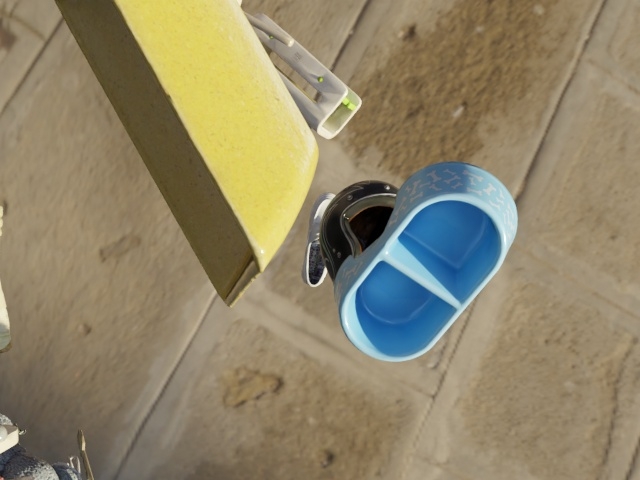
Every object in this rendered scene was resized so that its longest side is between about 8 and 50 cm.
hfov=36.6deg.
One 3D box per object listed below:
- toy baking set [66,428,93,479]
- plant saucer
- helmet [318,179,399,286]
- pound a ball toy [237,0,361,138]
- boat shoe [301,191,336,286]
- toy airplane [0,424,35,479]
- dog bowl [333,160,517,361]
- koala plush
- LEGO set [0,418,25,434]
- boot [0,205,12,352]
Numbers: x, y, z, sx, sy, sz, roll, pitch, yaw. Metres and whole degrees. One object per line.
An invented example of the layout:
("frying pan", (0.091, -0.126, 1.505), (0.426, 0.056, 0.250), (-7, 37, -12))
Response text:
("toy baking set", (-0.448, 0.491, 1.791), (0.030, 0.196, 0.256), (0, 96, -27))
("plant saucer", (-0.107, -0.123, 0.714), (0.081, 0.333, 0.333), (-29, 87, -11))
("helmet", (0.075, -0.010, 1.513), (0.169, 0.169, 0.162), (2, 71, -17))
("pound a ball toy", (-0.089, -0.357, 2.010), (0.319, 0.208, 0.136), (43, 99, 15))
("boat shoe", (0.000, 0.000, 1.855), (0.066, 0.063, 0.184), (17, 96, -8))
("toy airplane", (-0.591, 0.326, 1.316), (0.384, 0.386, 0.273), (-22, 87, -24))
("dog bowl", (0.132, 0.038, 1.262), (0.166, 0.074, 0.297), (33, 116, -7))
("koala plush", (-0.554, 0.421, 1.719), (0.221, 0.196, 0.203), (17, 97, 19))
("LEGO set", (-0.532, 0.318, 1.599), (0.083, 0.054, 0.023), (17, 116, -5))
("boot", (-0.495, 0.044, 1.159), (0.261, 0.095, 0.204), (0, 87, -46))
